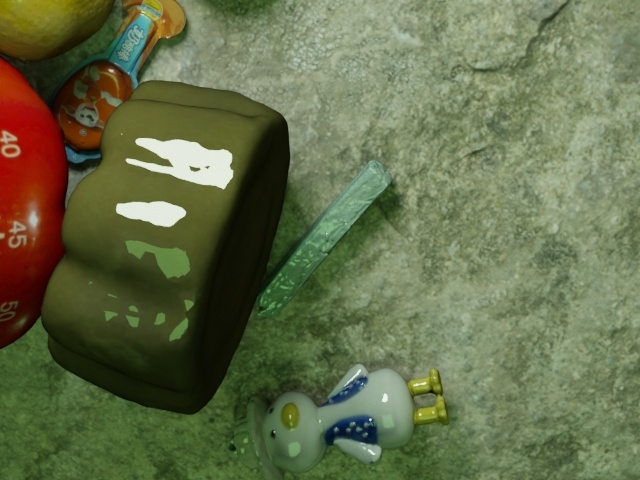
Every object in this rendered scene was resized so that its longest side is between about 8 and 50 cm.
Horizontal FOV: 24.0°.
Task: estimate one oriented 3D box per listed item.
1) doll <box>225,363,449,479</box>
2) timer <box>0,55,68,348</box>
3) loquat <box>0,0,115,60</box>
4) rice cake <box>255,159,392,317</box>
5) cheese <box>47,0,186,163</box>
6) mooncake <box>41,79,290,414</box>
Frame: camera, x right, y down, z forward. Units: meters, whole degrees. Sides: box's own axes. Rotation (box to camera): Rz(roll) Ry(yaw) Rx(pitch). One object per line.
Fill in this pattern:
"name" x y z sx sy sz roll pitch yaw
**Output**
"doll" 0.016 0.229 1.906 0.293 0.119 0.138 -15 63 13
"timer" -0.454 -0.045 1.741 0.279 0.378 0.378 -3 115 -35
"loquat" -0.338 -0.304 1.730 0.213 0.213 0.213 3 109 8
"rice cake" 0.000 0.000 1.866 0.042 0.045 0.245 37 110 -8
"cheese" -0.254 -0.202 1.841 0.106 0.037 0.256 33 111 -5
"mooncake" -0.179 0.002 1.730 0.200 0.378 0.378 16 110 7
